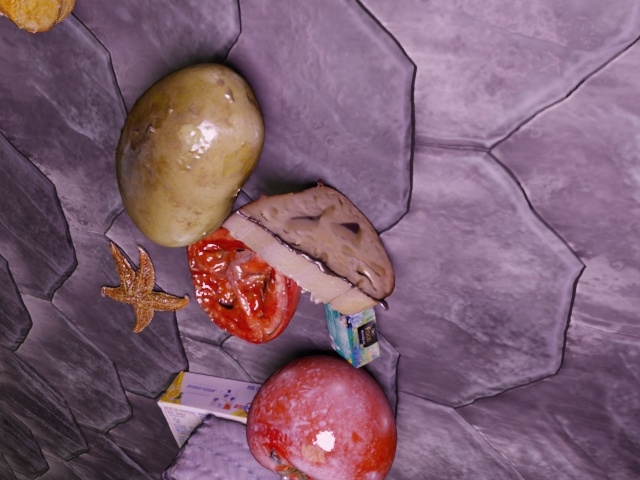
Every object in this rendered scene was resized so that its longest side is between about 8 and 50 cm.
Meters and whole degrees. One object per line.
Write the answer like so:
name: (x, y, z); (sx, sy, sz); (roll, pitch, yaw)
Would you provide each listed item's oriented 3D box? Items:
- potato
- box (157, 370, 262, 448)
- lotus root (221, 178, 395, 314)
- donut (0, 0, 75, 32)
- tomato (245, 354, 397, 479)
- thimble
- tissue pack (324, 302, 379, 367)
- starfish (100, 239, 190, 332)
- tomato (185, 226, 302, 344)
potato: (-0.194, -0.125, 0.775); (0.307, 0.173, 0.210); (-44, 64, 39)
box: (-0.211, 0.400, 1.175); (0.265, 0.097, 0.168); (0, 120, 26)
lotus root: (0.000, 0.000, 0.770); (0.261, 0.170, 0.074); (40, 137, -15)
donut: (-0.451, -0.407, 0.791); (0.146, 0.078, 0.181); (-16, 119, 34)
tomato: (0.009, 0.324, 0.936); (0.271, 0.227, 0.270); (20, 147, 14)
thimble: (-0.186, 0.488, 1.057); (0.245, 0.157, 0.217); (44, 128, -5)
tissue pack: (0.061, 0.141, 0.892); (0.085, 0.079, 0.110); (32, 138, 52)
starfish: (-0.379, 0.106, 1.106); (0.241, 0.043, 0.227); (6, 123, 20)
tomato: (-0.120, 0.056, 0.912); (0.228, 0.101, 0.227); (12, 118, 24)
